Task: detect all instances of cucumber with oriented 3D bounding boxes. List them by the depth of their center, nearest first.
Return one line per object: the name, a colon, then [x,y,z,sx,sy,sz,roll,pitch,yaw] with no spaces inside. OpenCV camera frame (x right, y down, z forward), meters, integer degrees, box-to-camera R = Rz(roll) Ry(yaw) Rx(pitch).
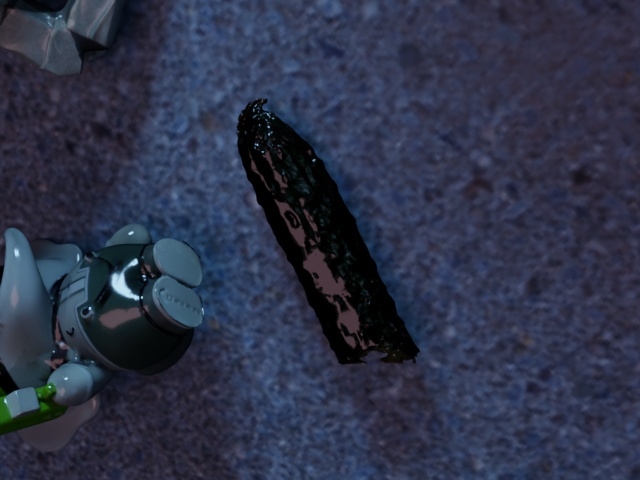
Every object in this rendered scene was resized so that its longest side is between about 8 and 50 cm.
cucumber: [0.000,0.000,0.529,0.053,0.053,0.182,-25,96,23]

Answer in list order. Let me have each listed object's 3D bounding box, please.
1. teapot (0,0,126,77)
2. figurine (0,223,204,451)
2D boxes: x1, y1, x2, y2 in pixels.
teapot: [-0.203,-0.202,0.468,0.221,0.163,0.178,34,106,5]
figurine: [-0.162,0.054,0.563,0.192,0.126,0.147,-22,64,29]
